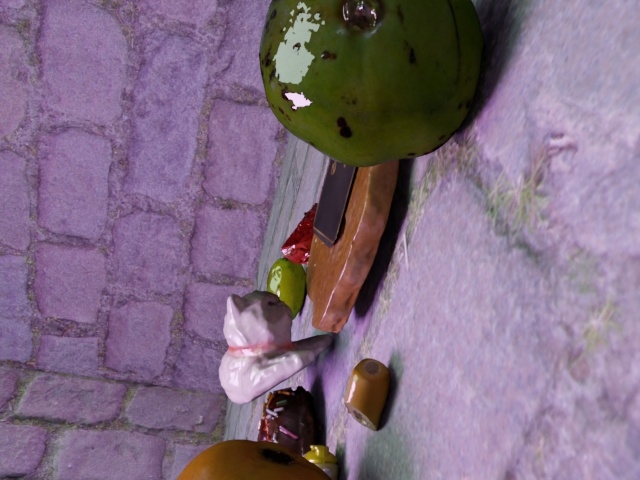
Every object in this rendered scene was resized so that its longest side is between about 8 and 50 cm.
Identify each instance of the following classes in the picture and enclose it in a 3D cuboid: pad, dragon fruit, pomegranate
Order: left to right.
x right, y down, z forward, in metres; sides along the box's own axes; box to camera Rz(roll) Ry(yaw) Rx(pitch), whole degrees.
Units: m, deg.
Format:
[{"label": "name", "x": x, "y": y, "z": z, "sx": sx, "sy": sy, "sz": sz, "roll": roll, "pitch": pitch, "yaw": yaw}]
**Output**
[{"label": "dragon fruit", "x": 0.000, "y": 0.000, "z": 1.136, "sx": 0.106, "sy": 0.083, "sz": 0.162, "roll": 61, "pitch": -138, "yaw": -29}, {"label": "pad", "x": 0.017, "y": -0.191, "z": 0.952, "sx": 0.315, "sy": 0.063, "sz": 0.375, "roll": -137, "pitch": 62, "yaw": -78}, {"label": "pomegranate", "x": 0.060, "y": -0.202, "z": 0.615, "sx": 0.270, "sy": 0.254, "sz": 0.254, "roll": 55, "pitch": -138, "yaw": -73}]

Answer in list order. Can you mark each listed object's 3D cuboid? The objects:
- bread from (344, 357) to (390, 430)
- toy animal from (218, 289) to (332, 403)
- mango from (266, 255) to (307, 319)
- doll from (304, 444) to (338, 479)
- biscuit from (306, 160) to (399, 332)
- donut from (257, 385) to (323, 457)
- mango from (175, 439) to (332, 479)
[{"label": "bread", "x": 0.058, "y": 0.206, "z": 0.672, "sx": 0.062, "sy": 0.049, "sz": 0.103, "roll": -15, "pitch": -60, "yaw": -64}, {"label": "toy animal", "x": -0.112, "y": 0.208, "z": 1.054, "sx": 0.266, "sy": 0.188, "sz": 0.308, "roll": -46, "pitch": -10, "yaw": 18}, {"label": "mango", "x": -0.085, "y": 0.128, "z": 1.384, "sx": 0.119, "sy": 0.100, "sz": 0.178, "roll": 7, "pitch": -95, "yaw": -62}, {"label": "doll", "x": -0.007, "y": 0.398, "z": 0.799, "sx": 0.106, "sy": 0.062, "sz": 0.162, "roll": 115, "pitch": 162, "yaw": -68}, {"label": "biscuit", "x": 0.057, "y": -0.055, "z": 0.905, "sx": 0.365, "sy": 0.062, "sz": 0.385, "roll": -100, "pitch": 26, "yaw": -68}, {"label": "donut", "x": -0.071, "y": 0.414, "z": 1.010, "sx": 0.270, "sy": 0.103, "sz": 0.269, "roll": -170, "pitch": 90, "yaw": -78}, {"label": "mango", "x": -0.069, "y": 0.429, "z": 0.612, "sx": 0.264, "sy": 0.221, "sz": 0.377, "roll": -12, "pitch": 78, "yaw": 33}]
